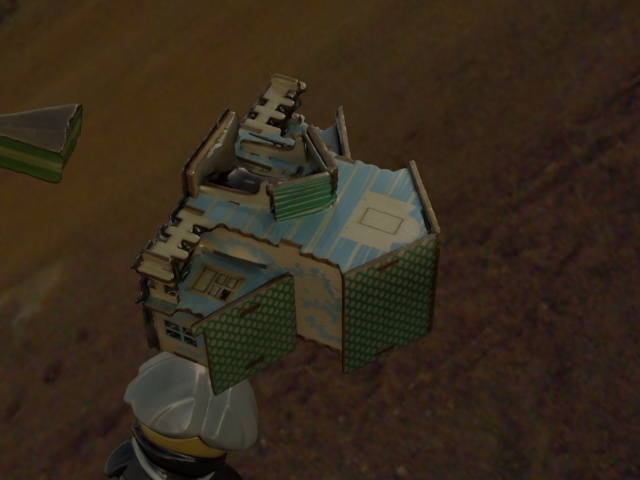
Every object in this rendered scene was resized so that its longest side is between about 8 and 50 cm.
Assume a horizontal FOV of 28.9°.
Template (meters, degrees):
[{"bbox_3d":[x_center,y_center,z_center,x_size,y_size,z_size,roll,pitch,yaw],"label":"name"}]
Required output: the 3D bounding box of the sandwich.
[{"bbox_3d":[-0.334,-0.124,1.389,0.074,0.117,0.074,116,170,-57],"label":"sandwich"}]

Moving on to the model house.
[{"bbox_3d":[0.000,0.000,1.016,0.206,0.178,0.271,21,50,16],"label":"model house"}]

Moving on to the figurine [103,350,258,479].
[{"bbox_3d":[-0.155,0.240,1.426,0.133,0.176,0.236,-115,44,-62],"label":"figurine"}]
